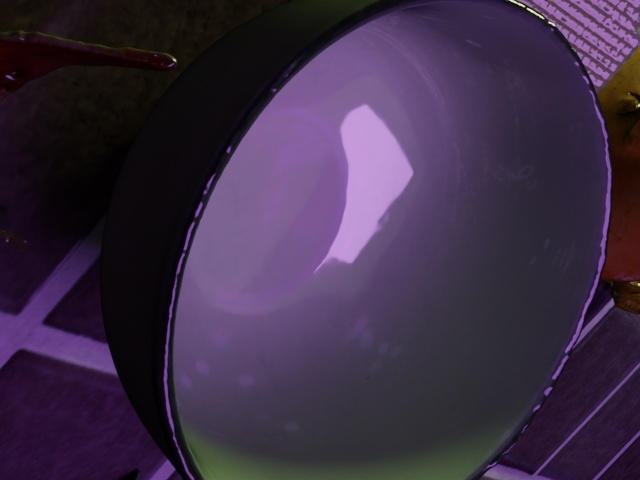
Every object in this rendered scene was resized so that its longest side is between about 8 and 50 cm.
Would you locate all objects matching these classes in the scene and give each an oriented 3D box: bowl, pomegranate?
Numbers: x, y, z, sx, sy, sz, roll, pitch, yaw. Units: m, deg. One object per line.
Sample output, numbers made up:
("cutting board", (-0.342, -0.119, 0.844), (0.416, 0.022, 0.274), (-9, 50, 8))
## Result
("bowl", (0.000, 0.000, 0.841), (0.353, 0.185, 0.354), (-17, 118, -34))
("pomegranate", (0.249, -0.068, 1.125), (0.209, 0.209, 0.209), (-32, 150, -22))

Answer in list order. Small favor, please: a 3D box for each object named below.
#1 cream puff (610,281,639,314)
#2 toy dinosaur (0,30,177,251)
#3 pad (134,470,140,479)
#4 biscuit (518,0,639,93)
("cream puff", (0.386, 0.051, 1.607), (0.083, 0.058, 0.083), (-17, 140, -44))
("toy dinosaur", (-0.216, 0.013, 0.710), (0.327, 0.113, 0.207), (-38, 151, -15))
("pad", (-0.193, 0.334, 1.178), (0.243, 0.004, 0.164), (103, 4, -46))
("biscuit", (0.146, -0.142, 0.990), (0.150, 0.052, 0.252), (24, 115, -34))
